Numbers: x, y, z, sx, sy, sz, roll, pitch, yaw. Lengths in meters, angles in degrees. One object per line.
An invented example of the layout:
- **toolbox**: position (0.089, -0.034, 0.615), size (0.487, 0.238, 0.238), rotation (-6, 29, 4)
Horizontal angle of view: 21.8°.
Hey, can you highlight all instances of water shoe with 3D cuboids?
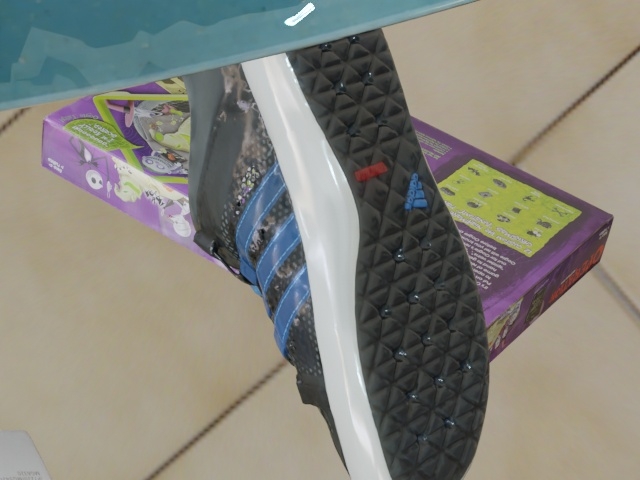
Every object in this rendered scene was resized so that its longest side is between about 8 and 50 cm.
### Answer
- **water shoe**: position (0.000, 0.000, 0.590), size (0.073, 0.080, 0.203), rotation (-12, 88, -44)

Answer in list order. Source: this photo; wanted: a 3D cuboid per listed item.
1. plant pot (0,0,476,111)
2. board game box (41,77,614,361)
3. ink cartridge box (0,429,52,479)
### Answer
- **plant pot**: position (-0.033, -0.140, 0.259), size (0.290, 0.290, 0.195), rotation (-14, 89, -1)
- **board game box**: position (0.004, -0.035, 1.154), size (0.346, 0.208, 0.056), rotation (29, 125, 24)
- **ink cartridge box**: position (-0.244, 0.312, 1.177), size (0.275, 0.060, 0.239), rotation (-55, 50, 25)
